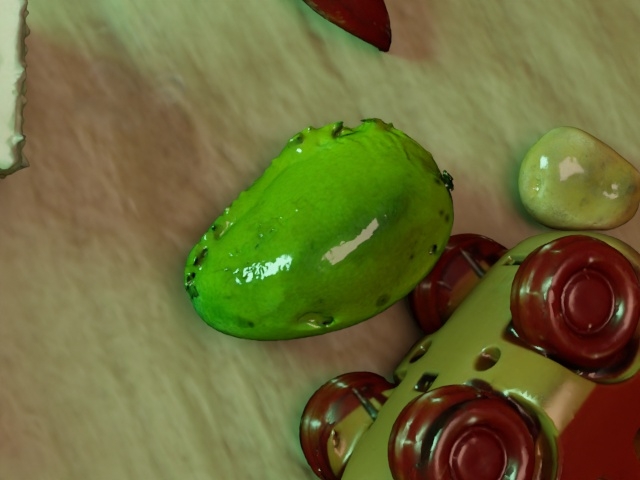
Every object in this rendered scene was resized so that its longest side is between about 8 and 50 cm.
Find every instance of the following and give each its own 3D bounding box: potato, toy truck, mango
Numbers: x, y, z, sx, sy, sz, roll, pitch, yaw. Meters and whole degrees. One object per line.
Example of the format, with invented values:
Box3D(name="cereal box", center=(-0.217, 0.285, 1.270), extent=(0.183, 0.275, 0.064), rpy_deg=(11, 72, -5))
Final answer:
Box3D(name="potato", center=(0.173, -0.038, 1.173), extent=(0.083, 0.062, 0.068), rpy_deg=(19, 110, 7))
Box3D(name="toy truck", center=(0.147, 0.124, 1.092), extent=(0.239, 0.189, 0.265), rpy_deg=(46, 73, -18))
Box3D(name="mango", center=(0.000, 0.001, 1.096), extent=(0.178, 0.119, 0.100), rpy_deg=(-31, 140, -9))

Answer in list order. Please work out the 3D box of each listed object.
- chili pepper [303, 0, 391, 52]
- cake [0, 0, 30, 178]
Box3D(name="chili pepper", center=(-0.021, -0.306, 1.128), extent=(0.137, 0.092, 0.368), rpy_deg=(-3, 94, -37))
Box3D(name="cake", center=(-0.240, -0.100, 1.003), extent=(0.147, 0.135, 0.134), rpy_deg=(-1, 87, -13))
